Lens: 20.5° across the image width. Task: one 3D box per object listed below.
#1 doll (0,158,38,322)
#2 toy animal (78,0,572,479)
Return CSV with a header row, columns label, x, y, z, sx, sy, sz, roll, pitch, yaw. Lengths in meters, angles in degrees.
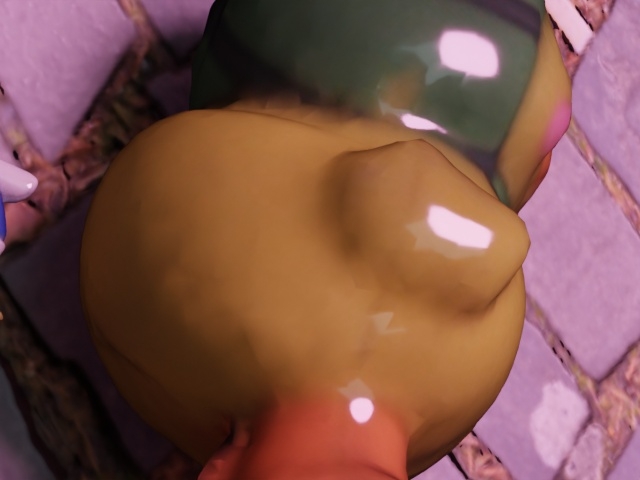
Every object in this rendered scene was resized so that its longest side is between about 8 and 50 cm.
label,x,y,z,sx,sy,sz,roll,pitch,yaw
doll,-0.170,-0.030,0.732,0.099,0.057,0.143,-17,86,-19
toy animal,-0.002,-0.002,0.770,0.191,0.216,0.338,19,60,-4
